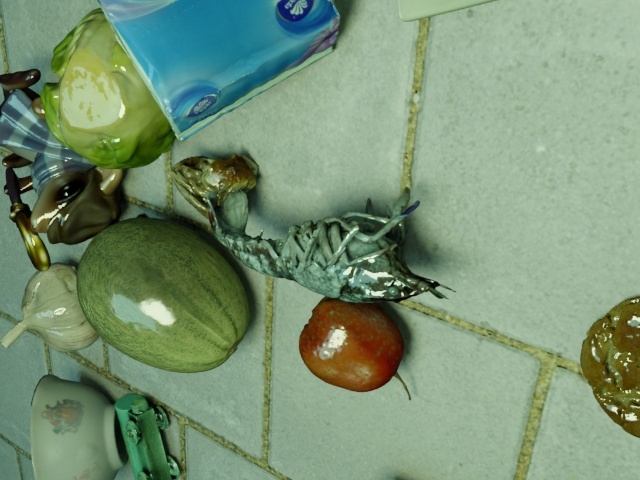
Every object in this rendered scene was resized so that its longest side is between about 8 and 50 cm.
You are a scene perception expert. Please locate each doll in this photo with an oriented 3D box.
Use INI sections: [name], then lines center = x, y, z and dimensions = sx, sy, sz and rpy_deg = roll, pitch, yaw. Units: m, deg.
[doll]
center = -0.546, -0.138, 1.368
dimensions = 0.340, 0.209, 0.318
rpy_deg = 49, 133, 8

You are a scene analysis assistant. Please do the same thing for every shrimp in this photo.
[shrimp]
center = 0.002, 0.004, 1.003
dimensions = 0.410, 0.221, 0.166
rpy_deg = 1, 90, 32

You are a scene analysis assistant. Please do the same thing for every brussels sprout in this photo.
[brussels sprout]
center = -0.324, -0.245, 1.128
dimensions = 0.227, 0.294, 0.259
rpy_deg = 23, 103, -3

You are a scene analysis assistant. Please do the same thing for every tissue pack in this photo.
[tissue pack]
center = -0.134, -0.294, 0.938
dimensions = 0.198, 0.263, 0.146
rpy_deg = 58, 173, 3

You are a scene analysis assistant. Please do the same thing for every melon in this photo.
[melon]
center = -0.281, 0.098, 1.240
dimensions = 0.329, 0.248, 0.248
rpy_deg = 33, 126, 11

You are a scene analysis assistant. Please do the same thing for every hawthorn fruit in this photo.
[hawthorn fruit]
center = 0.069, 0.171, 1.075
dimensions = 0.203, 0.162, 0.162
rpy_deg = 28, 125, 7

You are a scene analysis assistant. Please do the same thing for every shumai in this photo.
[shumai]
center = -0.163, -0.099, 1.166
dimensions = 0.116, 0.145, 0.145
rpy_deg = -43, 80, 18

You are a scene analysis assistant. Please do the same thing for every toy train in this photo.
[toy train]
center = -0.410, 0.473, 1.606
dimensions = 0.159, 0.101, 0.248
rpy_deg = 8, 113, 50

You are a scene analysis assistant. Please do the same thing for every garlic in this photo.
[garlic]
center = -0.615, 0.167, 1.541
dimensions = 0.218, 0.212, 0.218
rpy_deg = 31, 134, 38

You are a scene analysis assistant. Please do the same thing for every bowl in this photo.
[bowl]
center = -0.544, 0.471, 1.623
dimensions = 0.157, 0.345, 0.345
rpy_deg = -10, 107, -4

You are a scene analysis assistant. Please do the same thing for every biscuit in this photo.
[biscuit]
center = 0.435, 0.169, 0.852
dimensions = 0.226, 0.042, 0.226
rpy_deg = 15, 117, 31

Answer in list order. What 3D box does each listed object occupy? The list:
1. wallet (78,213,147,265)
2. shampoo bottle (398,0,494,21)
[wallet]
center = -0.412, 0.058, 1.468
dimensions = 0.285, 0.030, 0.146
rpy_deg = -30, 86, 40
[shampoo bottle]
center = 0.221, -0.327, 0.784
dimensions = 0.284, 0.071, 0.153
rpy_deg = 13, 118, 35
